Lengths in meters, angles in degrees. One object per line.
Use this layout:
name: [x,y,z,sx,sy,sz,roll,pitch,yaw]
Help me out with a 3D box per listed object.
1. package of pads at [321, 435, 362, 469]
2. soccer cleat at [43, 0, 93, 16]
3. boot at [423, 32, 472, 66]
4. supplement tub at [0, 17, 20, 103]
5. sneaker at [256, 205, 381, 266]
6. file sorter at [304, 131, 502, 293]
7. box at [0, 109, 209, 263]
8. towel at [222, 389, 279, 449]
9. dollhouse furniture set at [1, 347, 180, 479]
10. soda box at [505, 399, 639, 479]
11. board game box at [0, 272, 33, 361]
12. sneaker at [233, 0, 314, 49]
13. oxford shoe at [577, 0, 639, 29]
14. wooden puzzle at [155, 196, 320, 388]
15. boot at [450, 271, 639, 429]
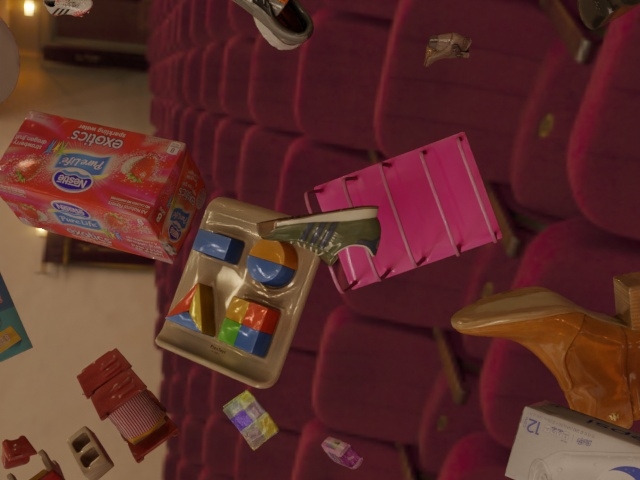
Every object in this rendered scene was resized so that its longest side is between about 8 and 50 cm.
package of pads: [0.041,0.407,1.826,0.032,0.050,0.083,-47,20,-19]
soccer cleat: [-0.394,-0.368,1.488,0.035,0.083,0.029,46,-129,-58]
boot: [0.256,-0.378,1.916,0.118,0.087,0.042,95,-179,-75]
supplement tub: [-0.666,-0.301,1.615,0.191,0.272,0.191,-4,-85,-59]
sneaker: [0.000,0.000,1.467,0.064,0.192,0.086,-45,-53,-82]
file sorter: [0.143,-0.044,1.648,0.182,0.291,0.202,-29,-81,-78]
box: [-0.302,-0.075,1.314,0.122,0.257,0.128,71,-142,-58]
towel: [-0.106,0.275,1.464,0.083,0.060,0.009,54,-160,2]
dollhouse furniture set: [-0.519,0.434,2.071,0.152,0.374,0.201,44,166,42]
soda box: [0.369,0.276,1.103,0.098,0.286,0.091,9,-83,-63]
board game box: [-0.619,0.092,1.561,0.336,0.079,0.253,-17,97,49]
sneaker: [-0.114,-0.446,1.679,0.100,0.271,0.108,-57,24,-9]
oxford shoe: [0.419,-0.350,1.274,0.212,0.076,0.076,154,93,-80]
wooden puzzle: [-0.171,0.089,1.926,0.080,0.322,0.347,33,-103,-53]
boot: [0.335,0.168,1.294,0.104,0.295,0.211,-95,-5,-73]
